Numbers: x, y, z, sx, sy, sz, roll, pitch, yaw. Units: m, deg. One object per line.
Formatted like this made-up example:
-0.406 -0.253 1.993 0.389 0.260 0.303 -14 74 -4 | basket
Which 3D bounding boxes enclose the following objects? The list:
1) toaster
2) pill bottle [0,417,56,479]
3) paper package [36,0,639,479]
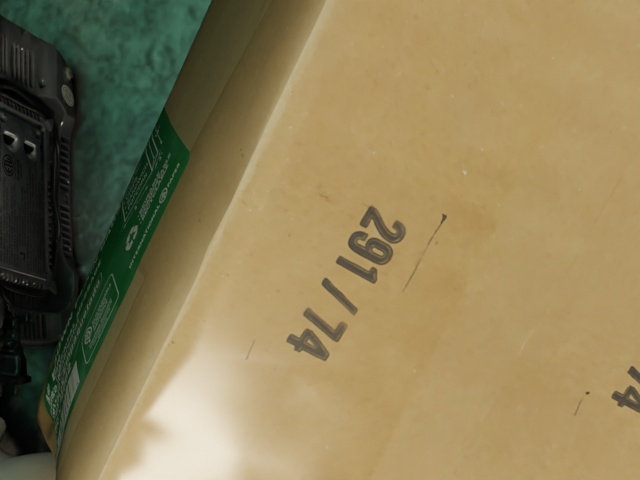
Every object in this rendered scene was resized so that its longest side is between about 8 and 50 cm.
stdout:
-0.228 -0.017 0.787 0.147 0.129 0.226 -8 79 18 | toaster
-0.139 0.234 0.655 0.204 0.204 0.361 -43 84 6 | pill bottle
0.073 0.018 0.586 0.310 0.168 0.324 22 101 -17 | paper package
